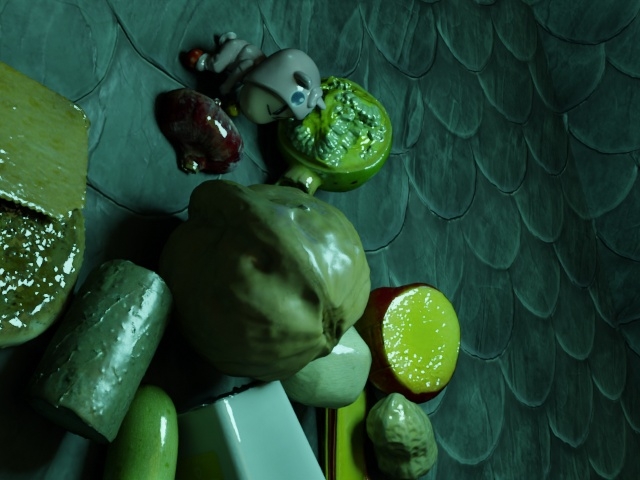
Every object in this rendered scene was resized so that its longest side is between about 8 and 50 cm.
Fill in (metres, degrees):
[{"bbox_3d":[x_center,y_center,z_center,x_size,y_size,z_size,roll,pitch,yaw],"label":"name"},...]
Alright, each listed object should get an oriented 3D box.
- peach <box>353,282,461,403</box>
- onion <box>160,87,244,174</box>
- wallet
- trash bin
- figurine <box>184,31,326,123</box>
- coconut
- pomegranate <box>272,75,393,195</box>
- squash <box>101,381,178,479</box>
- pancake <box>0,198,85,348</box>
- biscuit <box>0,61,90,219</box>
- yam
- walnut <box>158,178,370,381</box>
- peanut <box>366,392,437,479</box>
[{"bbox_3d":[0.197,0.246,1.945,0.245,0.249,0.274,90,-2,-65],"label":"peach"},{"bbox_3d":[-0.222,-0.210,1.668,0.206,0.098,0.151,41,47,-38],"label":"onion"},{"bbox_3d":[0.052,0.434,1.847,0.141,0.067,0.241,17,70,-54],"label":"wallet"},{"bbox_3d":[-0.108,0.442,1.499,0.296,0.256,0.367,-14,81,-52],"label":"trash bin"},{"bbox_3d":[-0.129,-0.329,1.739,0.186,0.288,0.176,-60,168,1],"label":"figurine"},{"bbox_3d":[0.005,0.245,1.731,0.224,0.224,0.224,21,62,-48],"label":"coconut"},{"bbox_3d":[0.009,-0.205,1.867,0.340,0.260,0.260,-52,125,-10],"label":"pomegranate"},{"bbox_3d":[-0.291,0.326,1.394,0.123,0.123,0.186,31,50,-43],"label":"squash"},{"bbox_3d":[-0.505,-0.017,1.259,0.382,0.071,0.382,24,59,-47],"label":"pancake"},{"bbox_3d":[-0.455,-0.155,1.322,0.237,0.013,0.232,29,50,-51],"label":"biscuit"},{"bbox_3d":[-0.346,0.178,1.328,0.161,0.161,0.268,47,46,-33],"label":"yam"},{"bbox_3d":[-0.108,0.065,1.499,0.384,0.384,0.383,21,62,-48],"label":"walnut"},{"bbox_3d":[0.180,0.444,1.875,0.313,0.152,0.152,75,25,-52],"label":"peanut"}]
